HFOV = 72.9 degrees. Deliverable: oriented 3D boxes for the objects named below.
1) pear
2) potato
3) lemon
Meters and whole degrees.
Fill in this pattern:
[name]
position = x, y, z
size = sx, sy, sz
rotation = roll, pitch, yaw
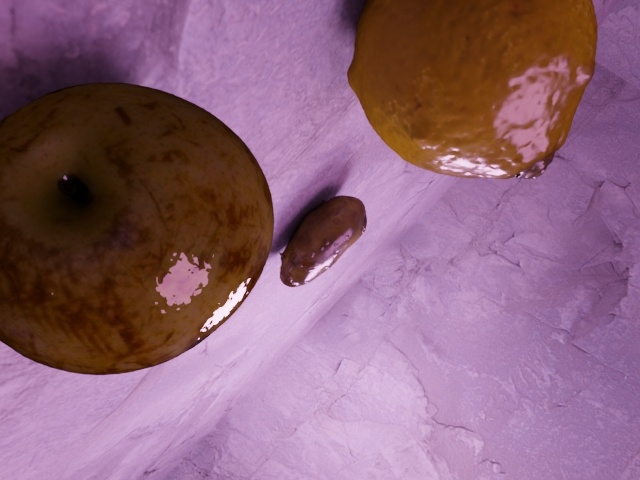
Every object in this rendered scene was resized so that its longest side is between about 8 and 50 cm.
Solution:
[pear]
position = -0.181, -0.009, 0.423
size = 0.283, 0.283, 0.284
rotation = -42, 163, -16
[potato]
position = 0.000, 0.000, 1.120
size = 0.296, 0.141, 0.191
rotation = -48, 180, 2
[lemon]
position = 0.228, -0.262, 0.664
size = 0.349, 0.388, 0.350
rotation = -30, 176, -3
